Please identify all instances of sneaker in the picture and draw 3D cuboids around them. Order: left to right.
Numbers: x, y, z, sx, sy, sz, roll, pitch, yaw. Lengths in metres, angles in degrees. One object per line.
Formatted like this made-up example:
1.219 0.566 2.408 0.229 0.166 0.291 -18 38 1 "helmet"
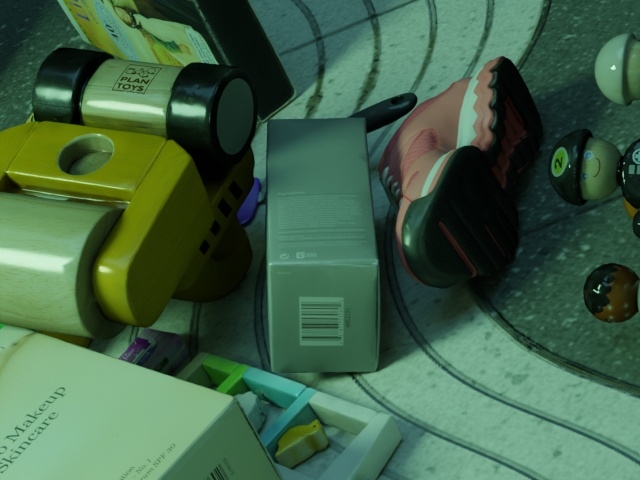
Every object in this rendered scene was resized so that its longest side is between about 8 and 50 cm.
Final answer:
0.111 -0.047 1.799 0.136 0.116 0.314 -18 26 30 "sneaker"

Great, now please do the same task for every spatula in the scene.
-0.026 -0.076 1.948 0.296 0.030 0.084 -29 30 26 "spatula"

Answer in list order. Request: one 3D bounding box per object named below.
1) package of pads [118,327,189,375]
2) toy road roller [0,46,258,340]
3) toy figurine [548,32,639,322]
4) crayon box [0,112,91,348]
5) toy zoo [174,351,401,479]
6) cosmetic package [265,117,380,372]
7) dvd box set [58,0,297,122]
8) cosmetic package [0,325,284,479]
-0.166 0.120 1.800 0.050 0.032 0.083 8 46 39 "package of pads"
-0.178 -0.008 1.788 0.202 0.240 0.329 8 48 25 "toy road roller"
0.280 -0.044 1.562 0.148 0.209 0.213 5 43 22 "toy figurine"
-0.265 0.000 1.912 0.081 0.165 0.278 -3 40 31 "crayon box"
-0.064 0.195 1.629 0.293 0.030 0.192 15 51 46 "toy zoo"
0.000 0.000 1.752 0.107 0.127 0.238 0 37 2 "cosmetic package"
-0.219 -0.312 2.183 0.062 0.307 0.420 -40 36 -17 "dvd box set"
-0.197 0.184 1.605 0.309 0.113 0.160 13 50 43 "cosmetic package"
